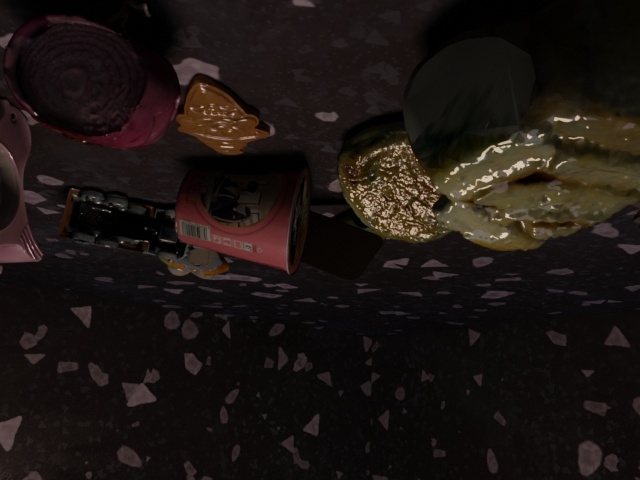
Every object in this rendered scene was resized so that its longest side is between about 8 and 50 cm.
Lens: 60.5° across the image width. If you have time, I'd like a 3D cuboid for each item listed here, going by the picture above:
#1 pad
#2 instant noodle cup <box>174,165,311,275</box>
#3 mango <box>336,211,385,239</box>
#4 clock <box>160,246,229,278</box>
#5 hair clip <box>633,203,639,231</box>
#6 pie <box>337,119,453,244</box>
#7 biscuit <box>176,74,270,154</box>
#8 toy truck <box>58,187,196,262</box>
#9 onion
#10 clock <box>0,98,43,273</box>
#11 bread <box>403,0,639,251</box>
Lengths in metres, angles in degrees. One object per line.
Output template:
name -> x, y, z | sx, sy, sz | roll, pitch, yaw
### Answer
pad -> 0.000, 0.000, 1.286 | 0.266, 0.176, 0.002 | 21, 134, 20
instant noodle cup -> -0.159, -0.058, 1.163 | 0.255, 0.243, 0.244 | 9, 164, 8
mango -> 0.107, -0.022, 1.419 | 0.137, 0.091, 0.237 | 7, 163, -30
clock -> -0.404, 0.067, 1.763 | 0.231, 0.103, 0.144 | 13, 162, -25
hair clip -> 0.798, -0.057, 1.254 | 0.146, 0.075, 0.257 | -5, 168, 30
pie -> 0.164, -0.107, 1.013 | 0.277, 0.078, 0.277 | 11, 140, 9
biscuit -> -0.176, -0.207, 0.958 | 0.163, 0.035, 0.250 | -3, 161, 4
toy truck -> -0.485, -0.027, 1.425 | 0.339, 0.132, 0.184 | 14, 170, -24
onion -> -0.294, -0.207, 0.738 | 0.208, 0.200, 0.200 | -9, 164, -4
clock -> -0.567, -0.075, 0.944 | 0.080, 0.275, 0.290 | 0, 135, 3
bread -> 0.285, -0.164, 0.668 | 0.264, 0.239, 0.395 | 17, 153, -30
